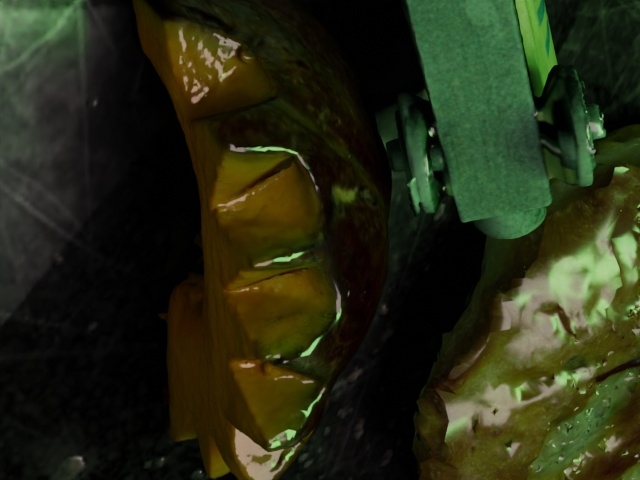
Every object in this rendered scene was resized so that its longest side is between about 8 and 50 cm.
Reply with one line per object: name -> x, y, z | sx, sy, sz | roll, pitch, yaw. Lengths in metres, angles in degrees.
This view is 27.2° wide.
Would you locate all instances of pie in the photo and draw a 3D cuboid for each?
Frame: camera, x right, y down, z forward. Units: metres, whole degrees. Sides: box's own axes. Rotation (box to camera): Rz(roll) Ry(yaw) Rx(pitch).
pie -> 0.198, 0.065, 0.865 | 0.355, 0.103, 0.288 | -21, 127, -26

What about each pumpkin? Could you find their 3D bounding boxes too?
pumpkin -> 0.000, 0.000, 0.636 | 0.149, 0.130, 0.253 | -20, 124, -31

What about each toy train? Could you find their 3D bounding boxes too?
toy train -> 0.065, -0.128, 0.616 | 0.105, 0.157, 0.253 | -13, 129, 11
